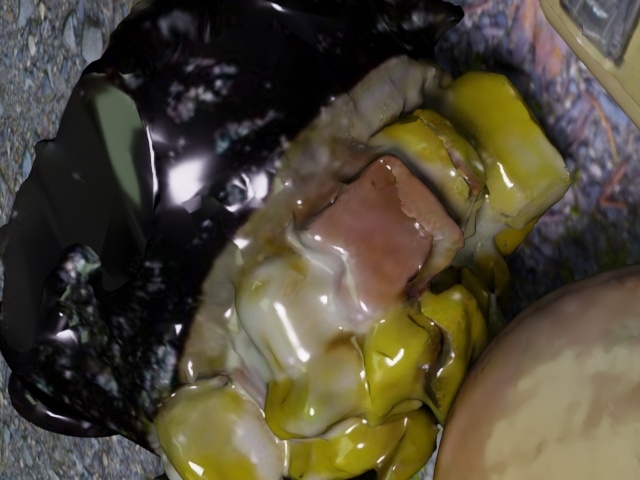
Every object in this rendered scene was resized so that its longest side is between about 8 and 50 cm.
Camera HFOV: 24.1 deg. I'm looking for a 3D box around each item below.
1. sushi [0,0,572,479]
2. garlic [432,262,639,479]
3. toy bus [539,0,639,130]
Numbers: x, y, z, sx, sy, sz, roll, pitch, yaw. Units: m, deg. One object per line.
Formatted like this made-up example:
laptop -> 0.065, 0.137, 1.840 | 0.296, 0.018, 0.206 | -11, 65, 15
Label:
sushi -> 0.000, 0.000, 0.926 | 0.285, 0.328, 0.328 | 35, 122, 13
garlic -> 0.198, 0.111, 0.680 | 0.338, 0.151, 0.196 | -9, 59, 47
toy bus -> 0.231, -0.065, 0.543 | 0.365, 0.202, 0.177 | 58, 143, 39
